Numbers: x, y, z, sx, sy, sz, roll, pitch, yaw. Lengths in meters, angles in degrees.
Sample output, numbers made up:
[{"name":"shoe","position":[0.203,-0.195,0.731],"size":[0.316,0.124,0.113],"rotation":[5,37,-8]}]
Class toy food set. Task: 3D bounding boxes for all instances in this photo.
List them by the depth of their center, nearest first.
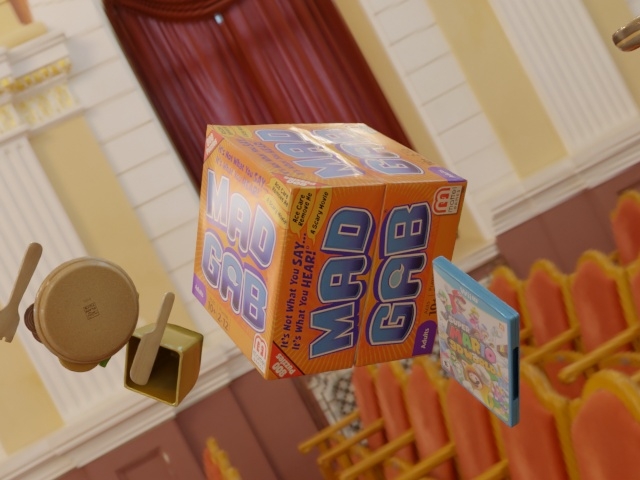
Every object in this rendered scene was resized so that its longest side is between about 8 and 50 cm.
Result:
[{"name":"toy food set","position":[-0.271,0.083,1.025],"size":[0.039,0.192,0.132],"rotation":[3,71,56]}]

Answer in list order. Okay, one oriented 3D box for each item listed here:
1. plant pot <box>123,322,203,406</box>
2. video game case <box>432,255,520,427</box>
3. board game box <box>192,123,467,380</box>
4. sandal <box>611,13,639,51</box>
[{"name":"plant pot","position":[-0.191,0.148,1.141],"size":[0.081,0.081,0.083],"rotation":[17,24,19]},{"name":"video game case","position":[0.166,0.109,0.950],"size":[0.015,0.166,0.119],"rotation":[-28,42,-20]},{"name":"board game box","position":[0.000,0.000,1.685],"size":[0.357,0.356,0.356],"rotation":[-5,25,-29]},{"name":"sandal","position":[0.208,-0.111,0.455],"size":[0.072,0.049,0.180],"rotation":[-30,10,-5]}]
